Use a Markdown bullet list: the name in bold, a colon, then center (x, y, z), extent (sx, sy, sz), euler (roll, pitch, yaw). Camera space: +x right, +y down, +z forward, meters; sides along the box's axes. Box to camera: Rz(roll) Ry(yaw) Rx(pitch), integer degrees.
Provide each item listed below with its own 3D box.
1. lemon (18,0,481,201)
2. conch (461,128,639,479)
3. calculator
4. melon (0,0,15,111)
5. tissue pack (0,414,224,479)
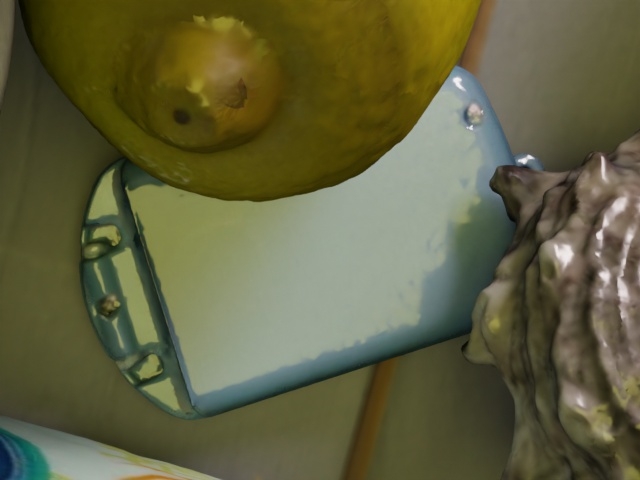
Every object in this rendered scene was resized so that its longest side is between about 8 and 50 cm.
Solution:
- **lemon**: center (-0.022, -0.121, 0.676), extent (0.184, 0.184, 0.248), euler (31, 50, -8)
- **conch**: center (0.185, 0.021, 0.730), extent (0.240, 0.186, 0.313), euler (36, 88, 4)
- **calculator**: center (0.000, 0.000, 0.757), extent (0.210, 0.039, 0.121), euler (-18, 97, -8)
- **melon**: center (-0.229, -0.084, 0.587), extent (0.271, 0.308, 0.272), euler (2, 102, 8)
- **tissue pack**: center (-0.190, 0.144, 0.615), extent (0.388, 0.287, 0.162), euler (16, 96, -8)
